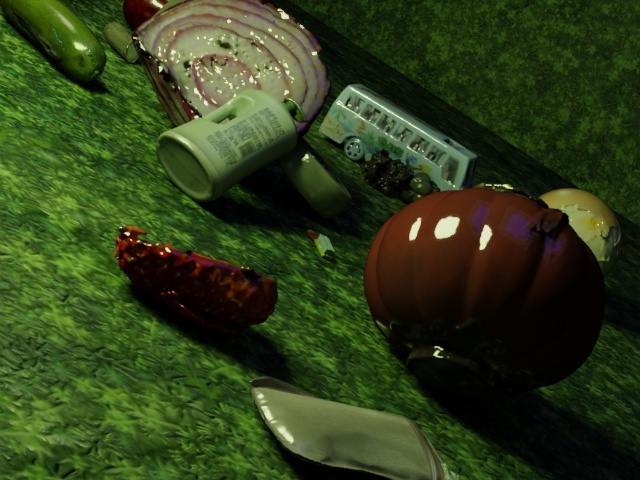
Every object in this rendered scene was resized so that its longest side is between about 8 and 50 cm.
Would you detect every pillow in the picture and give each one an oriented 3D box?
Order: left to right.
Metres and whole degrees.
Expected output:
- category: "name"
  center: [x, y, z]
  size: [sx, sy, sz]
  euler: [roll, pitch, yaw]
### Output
- category: "pillow"
  center: [0.037, 0.199, 1.160]
  size: [0.232, 0.038, 0.131]
  euler: [19, 23, -32]

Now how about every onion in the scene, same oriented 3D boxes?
- category: "onion"
  center: [-0.126, -0.245, 1.856]
  size: [0.280, 0.146, 0.314]
  euler: [-29, 68, -31]

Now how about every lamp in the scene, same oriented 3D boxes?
- category: "lamp"
  center: [0.204, 0.062, 1.452]
  size: [0.303, 0.257, 0.303]
  euler: [19, -22, 8]

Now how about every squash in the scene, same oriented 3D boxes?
- category: "squash"
  center: [-0.448, -0.356, 1.879]
  size: [0.087, 0.087, 0.331]
  euler: [10, 25, -50]

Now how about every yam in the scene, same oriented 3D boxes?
- category: "yam"
  center: [-0.360, -0.362, 2.118]
  size: [0.043, 0.043, 0.094]
  euler: [11, 25, -49]

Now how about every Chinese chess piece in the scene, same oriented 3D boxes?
- category: "Chinese chess piece"
  center: [-0.010, -0.102, 1.856]
  size: [0.144, 0.058, 0.144]
  euler: [50, 7, -9]

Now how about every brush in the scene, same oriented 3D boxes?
- category: "brush"
  center: [0.000, 0.000, 1.716]
  size: [0.018, 0.021, 0.083]
  euler: [19, 19, -28]

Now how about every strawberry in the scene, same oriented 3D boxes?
- category: "strawberry"
  center: [-0.138, 0.048, 1.256]
  size: [0.188, 0.082, 0.121]
  euler: [18, -1, -10]

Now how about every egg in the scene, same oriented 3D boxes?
- category: "egg"
  center: [0.474, -0.004, 2.241]
  size: [0.201, 0.201, 0.244]
  euler: [29, 9, -6]

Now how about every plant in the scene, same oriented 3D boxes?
- category: "plant"
  center: [0.157, -0.115, 2.245]
  size: [0.174, 0.085, 0.087]
  euler: [26, -25, -10]

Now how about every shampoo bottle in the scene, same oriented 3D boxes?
- category: "shampoo bottle"
  center: [-0.113, -0.149, 1.660]
  size: [0.118, 0.087, 0.234]
  euler: [43, 49, 14]

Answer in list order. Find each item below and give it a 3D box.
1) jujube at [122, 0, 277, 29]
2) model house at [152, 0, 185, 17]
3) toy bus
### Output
- category: "jujube"
  center: [-0.238, -0.459, 2.366]
  size: [0.318, 0.223, 0.223]
  euler: [17, 19, -17]
- category: "model house"
  center: [-0.229, -0.338, 2.072]
  size: [0.122, 0.188, 0.229]
  euler: [-4, 34, -37]
- category: "toy bus"
  center: [0.164, -0.185, 2.346]
  size: [0.329, 0.136, 0.109]
  euler: [34, 19, 15]
